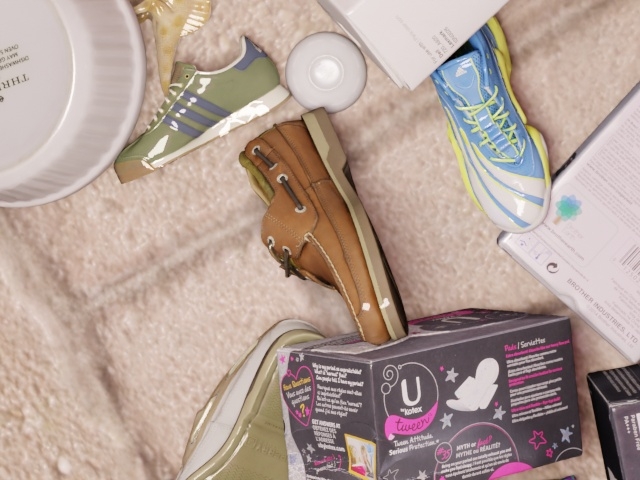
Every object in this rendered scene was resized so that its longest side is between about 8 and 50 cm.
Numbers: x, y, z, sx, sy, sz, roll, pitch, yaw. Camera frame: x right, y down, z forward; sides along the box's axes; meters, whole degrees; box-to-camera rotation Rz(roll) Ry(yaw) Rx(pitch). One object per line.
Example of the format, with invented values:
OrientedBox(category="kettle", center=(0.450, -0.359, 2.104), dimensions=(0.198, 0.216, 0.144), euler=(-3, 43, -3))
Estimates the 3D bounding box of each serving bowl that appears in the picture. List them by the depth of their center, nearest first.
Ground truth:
OrientedBox(category="serving bowl", center=(0.006, -0.168, 1.971), dimensions=(0.083, 0.027, 0.083), euler=(0, 94, 1))

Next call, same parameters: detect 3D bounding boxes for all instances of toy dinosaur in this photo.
OrientedBox(category="toy dinosaur", center=(-0.157, -0.226, 1.954), dimensions=(0.092, 0.053, 0.183), euler=(15, 94, -3))

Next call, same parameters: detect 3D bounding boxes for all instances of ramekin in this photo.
OrientedBox(category="ramekin", center=(-0.312, -0.166, 1.893), dimensions=(0.272, 0.127, 0.273), euler=(1, 94, 14))

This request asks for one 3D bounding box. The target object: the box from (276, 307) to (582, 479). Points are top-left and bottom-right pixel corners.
OrientedBox(category="box", center=(0.104, 0.151, 1.878), dimensions=(0.247, 0.163, 0.142), euler=(-9, 97, -35))

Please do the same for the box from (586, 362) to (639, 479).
OrientedBox(category="box", center=(0.440, 0.256, 1.928), dimensions=(0.294, 0.183, 0.296), euler=(-11, 96, 2))

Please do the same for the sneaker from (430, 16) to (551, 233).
OrientedBox(category="sneaker", center=(0.149, -0.121, 1.907), dimensions=(0.091, 0.126, 0.240), euler=(-23, 79, 20))

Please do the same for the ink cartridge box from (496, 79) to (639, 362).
OrientedBox(category="ink cartridge box", center=(0.347, -0.052, 1.964), dimensions=(0.186, 0.065, 0.311), euler=(42, 96, -3))

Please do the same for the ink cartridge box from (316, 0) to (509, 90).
OrientedBox(category="ink cartridge box", center=(0.116, -0.304, 1.862), dimensions=(0.278, 0.201, 0.117), euler=(-43, 126, 3))

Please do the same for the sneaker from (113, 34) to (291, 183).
OrientedBox(category="sneaker", center=(-0.131, -0.136, 1.953), dimensions=(0.192, 0.064, 0.086), euler=(-28, 100, -5))

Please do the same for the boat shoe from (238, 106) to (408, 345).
OrientedBox(category="boat shoe", center=(0.000, 0.000, 1.874), dimensions=(0.104, 0.307, 0.111), euler=(-21, 130, -1))

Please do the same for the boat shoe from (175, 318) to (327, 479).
OrientedBox(category="boat shoe", center=(-0.079, 0.217, 1.964), dimensions=(0.113, 0.103, 0.302), euler=(32, 92, -20))

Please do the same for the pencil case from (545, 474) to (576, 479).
OrientedBox(category="pencil case", center=(0.196, 0.284, 1.989), dimensions=(0.151, 0.064, 0.070), euler=(-12, 79, 1))
